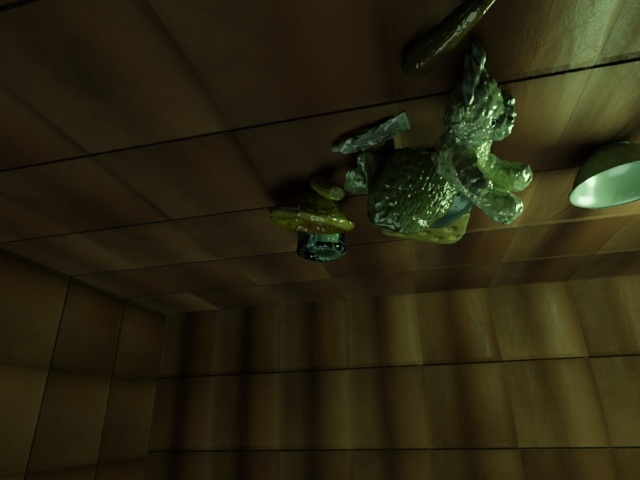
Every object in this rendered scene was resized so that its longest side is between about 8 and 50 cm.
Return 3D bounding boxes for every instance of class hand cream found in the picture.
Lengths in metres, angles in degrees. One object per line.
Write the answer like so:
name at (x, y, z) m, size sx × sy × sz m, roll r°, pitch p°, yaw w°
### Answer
hand cream at (0.149, -0.320, 1.281) m, size 0.256 × 0.050 × 0.084 m, roll -15°, pitch 150°, yaw 22°

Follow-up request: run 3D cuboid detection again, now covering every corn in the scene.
corn at (0.023, -0.184, 1.467) m, size 0.085 × 0.063 × 0.165 m, roll 37°, pitch -178°, yaw -31°

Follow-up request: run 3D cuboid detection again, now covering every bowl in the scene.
bowl at (0.985, -0.238, 1.386) m, size 0.312 × 0.147 × 0.313 m, roll 0°, pitch 156°, yaw 0°

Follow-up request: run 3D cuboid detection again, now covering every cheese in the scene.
cheese at (0.488, -0.086, 1.759) m, size 0.382 × 0.104 × 0.384 m, roll 0°, pitch 155°, yaw 0°

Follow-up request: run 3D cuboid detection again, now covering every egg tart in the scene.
egg tart at (-0.029, -0.106, 1.605) m, size 0.340 × 0.133 × 0.341 m, roll 7°, pitch 173°, yaw 1°

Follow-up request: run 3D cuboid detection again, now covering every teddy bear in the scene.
teddy bear at (0.461, -0.267, 1.083) m, size 0.375 × 0.328 × 0.362 m, roll 29°, pitch 154°, yaw 2°

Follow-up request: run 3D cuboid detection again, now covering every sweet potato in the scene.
sweet potato at (0.282, -0.461, 0.927) m, size 0.075 × 0.076 × 0.273 m, roll 13°, pitch 152°, yaw -30°

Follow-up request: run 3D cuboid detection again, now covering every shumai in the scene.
shumai at (0.250, -0.180, 1.373) m, size 0.329 × 0.293 × 0.288 m, roll -1°, pitch -172°, yaw -22°

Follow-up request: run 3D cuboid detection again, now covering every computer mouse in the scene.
computer mouse at (0.449, -0.163, 1.450) m, size 0.188 × 0.122 × 0.371 m, roll 23°, pitch 133°, yaw -4°

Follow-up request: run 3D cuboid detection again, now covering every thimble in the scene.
thimble at (0.000, 0.000, 1.880) m, size 0.236 × 0.150 × 0.237 m, roll 1°, pitch 156°, yaw 0°
